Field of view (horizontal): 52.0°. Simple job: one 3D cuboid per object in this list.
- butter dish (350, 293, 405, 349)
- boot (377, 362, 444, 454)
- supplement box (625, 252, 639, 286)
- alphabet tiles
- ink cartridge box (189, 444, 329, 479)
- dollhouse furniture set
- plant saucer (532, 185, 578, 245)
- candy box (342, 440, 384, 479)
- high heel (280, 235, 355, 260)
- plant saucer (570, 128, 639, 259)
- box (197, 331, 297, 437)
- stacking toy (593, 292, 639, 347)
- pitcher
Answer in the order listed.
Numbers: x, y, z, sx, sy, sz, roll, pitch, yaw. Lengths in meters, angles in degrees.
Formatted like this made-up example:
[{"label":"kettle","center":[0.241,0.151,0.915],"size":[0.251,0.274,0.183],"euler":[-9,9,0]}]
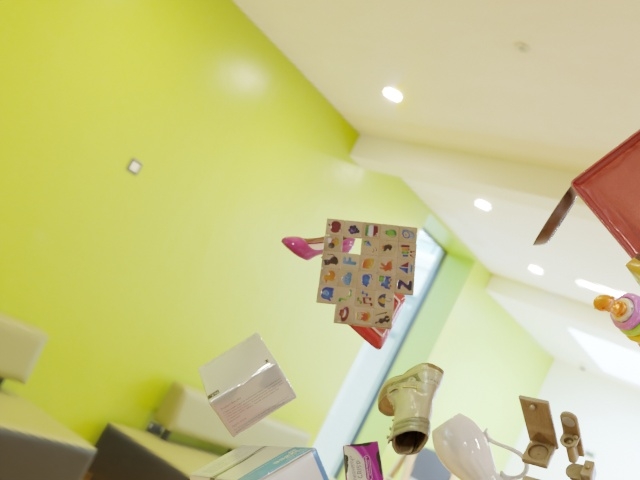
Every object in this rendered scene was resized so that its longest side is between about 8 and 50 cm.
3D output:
[{"label":"butter dish","center":[0.101,0.155,1.562],"size":[0.118,0.160,0.160],"euler":[-2,-38,50]},{"label":"boot","center":[0.167,0.358,1.333],"size":[0.077,0.165,0.213],"euler":[29,-41,-10]},{"label":"supplement box","center":[0.641,0.054,1.034],"size":[0.129,0.194,0.191],"euler":[45,7,-26]},{"label":"alphabet tiles","center":[0.098,0.067,1.369],"size":[0.198,0.237,0.009],"euler":[6,-27,3]},{"label":"ink cartridge box","center":[-0.085,0.482,1.127],"size":[0.307,0.129,0.223],"euler":[-28,-94,57]},{"label":"dollhouse furniture set","center":[0.410,0.387,1.176],"size":[0.144,0.151,0.123],"euler":[3,-55,39]},{"label":"plant saucer","center":[0.553,-0.053,1.530],"size":[0.029,0.168,0.168],"euler":[34,-7,19]},{"label":"candy box","center":[0.089,0.505,1.207],"size":[0.071,0.159,0.234],"euler":[-8,-52,1]},{"label":"high heel","center":[0.000,0.000,1.809],"size":[0.244,0.117,0.082],"euler":[22,20,-43]},{"label":"plant saucer","center":[0.727,-0.104,1.428],"size":[0.259,0.258,0.047],"euler":[52,9,7]},{"label":"box","center":[-0.180,0.344,1.588],"size":[0.119,0.181,0.182],"euler":[63,-9,-24]},{"label":"stacking toy","center":[0.867,0.210,1.808],"size":[0.301,0.166,0.175],"euler":[22,-42,-18]},{"label":"pitcher","center":[0.386,0.518,1.596],"size":[0.207,0.177,0.125],"euler":[56,-8,20]}]
